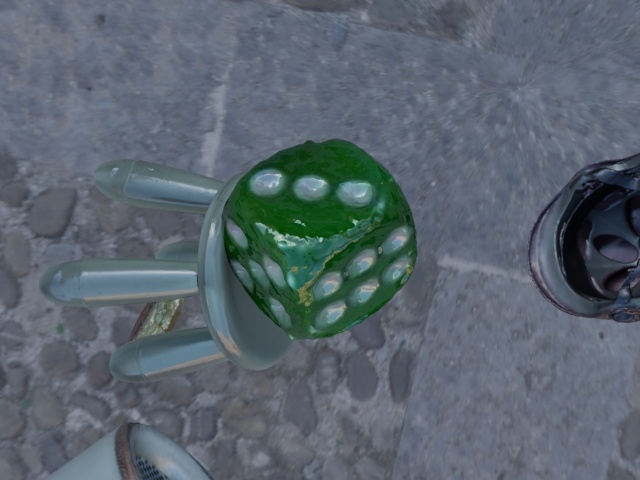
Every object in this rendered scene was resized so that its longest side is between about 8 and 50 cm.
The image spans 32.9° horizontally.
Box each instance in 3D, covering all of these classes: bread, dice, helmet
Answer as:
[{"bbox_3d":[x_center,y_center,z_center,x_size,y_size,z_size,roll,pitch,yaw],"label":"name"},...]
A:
[{"bbox_3d":[-0.257,0.138,1.637,0.054,0.136,0.154,31,132,-6],"label":"bread"},{"bbox_3d":[0.000,0.000,0.918,0.128,0.131,0.120,-30,53,-22],"label":"dice"},{"bbox_3d":[0.527,0.003,1.753,0.338,0.197,0.271,-31,57,38],"label":"helmet"}]

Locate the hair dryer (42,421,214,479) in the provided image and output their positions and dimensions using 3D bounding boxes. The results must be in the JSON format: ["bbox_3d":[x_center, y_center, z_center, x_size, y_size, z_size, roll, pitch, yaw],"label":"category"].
[{"bbox_3d":[-0.042,0.180,0.350,0.131,0.073,0.236,-35,110,3],"label":"hair dryer"}]

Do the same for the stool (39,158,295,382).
[{"bbox_3d":[-0.135,0.030,1.097,0.199,0.195,0.195,-1,140,28],"label":"stool"}]
